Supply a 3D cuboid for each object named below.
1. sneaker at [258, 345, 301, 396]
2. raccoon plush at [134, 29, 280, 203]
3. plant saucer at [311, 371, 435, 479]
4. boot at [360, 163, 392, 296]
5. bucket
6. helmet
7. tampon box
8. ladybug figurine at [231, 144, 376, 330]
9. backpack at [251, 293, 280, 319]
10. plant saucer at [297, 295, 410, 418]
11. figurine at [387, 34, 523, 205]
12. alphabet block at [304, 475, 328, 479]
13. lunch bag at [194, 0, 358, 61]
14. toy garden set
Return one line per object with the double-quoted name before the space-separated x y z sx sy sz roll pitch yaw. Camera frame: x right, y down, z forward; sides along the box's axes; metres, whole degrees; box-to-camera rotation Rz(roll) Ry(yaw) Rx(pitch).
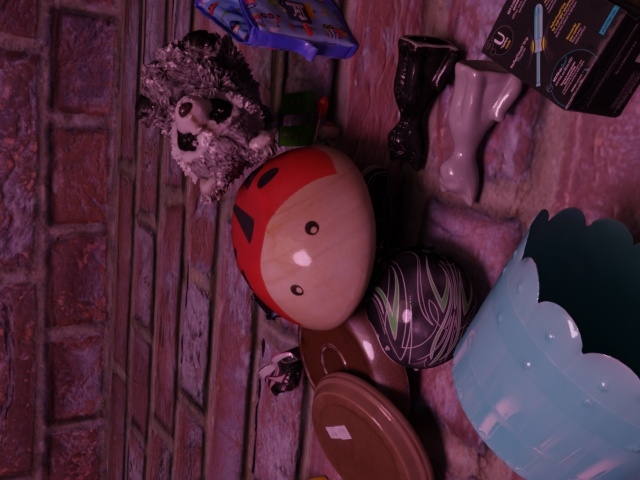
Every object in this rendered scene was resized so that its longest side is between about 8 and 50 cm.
"sneaker" -0.070 0.288 1.366 0.077 0.072 0.178 62 147 16
"raccoon plush" -0.131 -0.210 1.180 0.216 0.446 0.299 -48 66 27
"plant saucer" 0.076 0.355 1.073 0.278 0.041 0.277 33 137 36
"boot" 0.106 0.008 1.072 0.178 0.085 0.236 44 126 40
"bucket" 0.285 0.119 0.645 0.281 0.281 0.183 58 137 37
"helmet" 0.153 0.101 0.930 0.161 0.170 0.169 -116 38 -57
"tampon box" 0.300 -0.240 0.748 0.161 0.101 0.120 55 133 40
"ladybug figurine" -0.050 -0.016 1.063 0.449 0.162 0.305 -146 65 -68
"backpack" -0.088 0.099 1.353 0.105 0.084 0.114 44 130 47
"plant saucer" 0.042 0.223 1.137 0.311 0.050 0.310 31 130 48
"figurine" 0.186 -0.180 0.948 0.215 0.092 0.209 44 134 45
"alphabet block" -0.046 0.616 1.219 0.192 0.193 0.197 43 126 45
"lunch bag" -0.080 -0.422 1.195 0.293 0.221 0.138 58 136 37
"toy garden set" -0.016 -0.178 1.270 0.204 0.049 0.244 14 102 57
